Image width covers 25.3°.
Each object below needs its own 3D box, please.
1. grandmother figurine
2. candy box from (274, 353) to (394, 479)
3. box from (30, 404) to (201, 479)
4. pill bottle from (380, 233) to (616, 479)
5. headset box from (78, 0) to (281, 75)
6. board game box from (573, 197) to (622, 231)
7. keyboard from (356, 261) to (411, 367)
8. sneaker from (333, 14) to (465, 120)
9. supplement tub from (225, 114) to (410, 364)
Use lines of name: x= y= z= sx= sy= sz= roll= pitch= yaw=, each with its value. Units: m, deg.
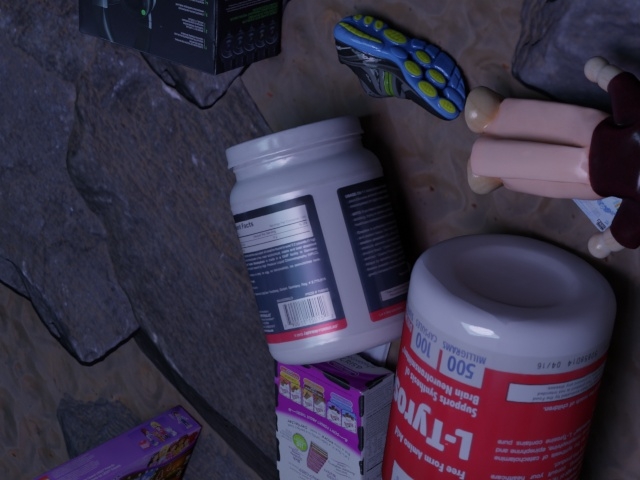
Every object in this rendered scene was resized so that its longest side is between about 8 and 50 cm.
grandmother figurine: x=0.296 y=-0.082 z=1.473 sx=0.342 sy=0.104 sz=0.208 roll=9 pitch=114 yaw=51
candy box: x=0.018 y=0.256 z=1.894 sx=0.159 sy=0.071 sz=0.233 roll=24 pitch=125 yaw=38
box: x=-0.319 y=0.378 z=2.096 sx=0.057 sy=0.293 sz=0.201 roll=40 pitch=129 yaw=24
pill bottle: x=0.191 y=0.217 z=1.636 sx=0.229 sy=0.229 sz=0.408 roll=24 pitch=122 yaw=32
headset box: x=-0.175 y=-0.360 z=1.780 sx=0.246 sy=0.131 sz=0.283 roll=20 pitch=120 yaw=33
board game box: x=0.315 y=-0.062 z=1.557 sx=0.090 sy=0.020 sz=0.090 roll=51 pitch=134 yaw=13
keyboard: x=0.061 y=0.122 z=1.861 sx=0.072 sy=0.014 sz=0.256 roll=34 pitch=127 yaw=32
sneaker: x=0.094 y=-0.196 z=1.674 sx=0.188 sy=0.067 sz=0.078 roll=34 pitch=148 yaw=23
supplement tub: x=0.000 y=0.000 z=1.728 sx=0.191 sy=0.191 sz=0.272 roll=-13 pitch=92 yaw=43
